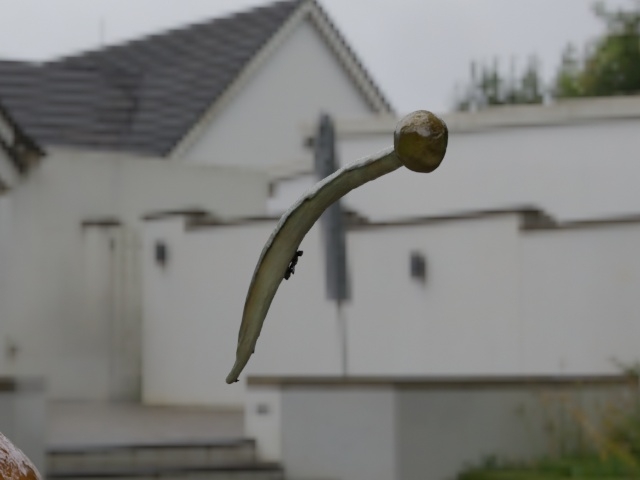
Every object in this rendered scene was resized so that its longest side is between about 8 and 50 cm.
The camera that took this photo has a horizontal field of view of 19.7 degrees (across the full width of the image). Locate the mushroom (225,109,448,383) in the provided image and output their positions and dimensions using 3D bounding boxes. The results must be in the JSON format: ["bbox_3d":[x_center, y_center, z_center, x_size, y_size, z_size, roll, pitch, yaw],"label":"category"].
[{"bbox_3d":[-0.002,-0.001,1.346,0.043,0.068,0.306,26,-46,-19],"label":"mushroom"}]

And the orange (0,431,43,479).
[{"bbox_3d":[-0.348,0.257,1.495,0.284,0.284,0.226,1,-32,-13],"label":"orange"}]
